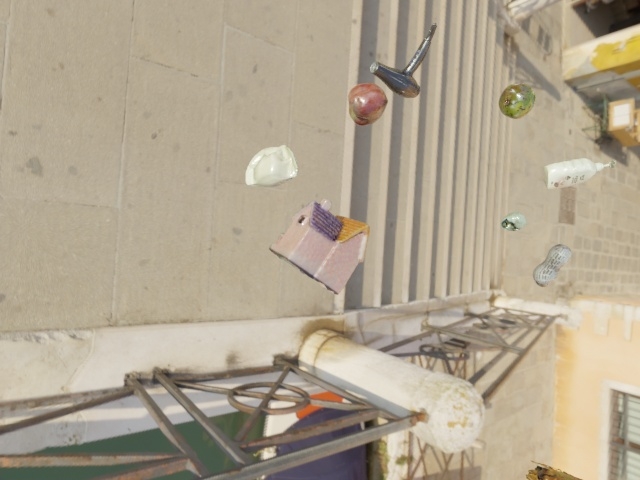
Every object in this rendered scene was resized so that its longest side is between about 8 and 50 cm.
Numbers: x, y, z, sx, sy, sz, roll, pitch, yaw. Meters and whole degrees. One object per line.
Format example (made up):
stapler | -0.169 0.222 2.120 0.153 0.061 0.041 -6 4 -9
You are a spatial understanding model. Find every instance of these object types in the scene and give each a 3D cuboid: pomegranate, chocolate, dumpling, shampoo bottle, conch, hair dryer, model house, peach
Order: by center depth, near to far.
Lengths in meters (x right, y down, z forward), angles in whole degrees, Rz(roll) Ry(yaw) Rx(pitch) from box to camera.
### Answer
shampoo bottle | 0.636 -0.170 1.000 0.077 0.151 0.045 59 25 -50
hair dryer | 0.267 -0.548 1.213 0.195 0.075 0.219 12 120 -39
model house | 0.000 0.000 1.280 0.237 0.202 0.237 37 84 -27
pomegranate | 0.666 -0.466 1.356 0.142 0.114 0.115 -16 101 -28
chocolate | 0.794 0.087 1.400 0.072 0.072 0.167 0 125 -36
conch | 0.675 -0.069 1.427 0.085 0.076 0.057 26 52 -10
peach | 0.177 -0.500 1.499 0.152 0.152 0.152 -1 92 -36
dumpling | -0.213 -0.321 1.757 0.131 0.252 0.180 14 64 -66

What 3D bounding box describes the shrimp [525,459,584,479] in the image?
shrimp | 0.433 0.429 0.613 0.068 0.248 0.150 -10 109 -26
